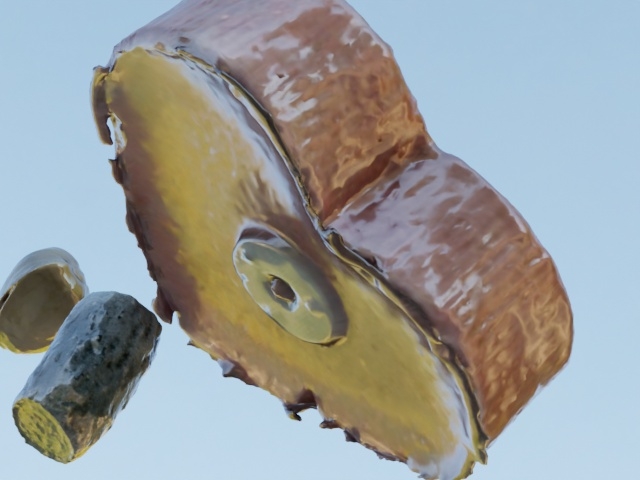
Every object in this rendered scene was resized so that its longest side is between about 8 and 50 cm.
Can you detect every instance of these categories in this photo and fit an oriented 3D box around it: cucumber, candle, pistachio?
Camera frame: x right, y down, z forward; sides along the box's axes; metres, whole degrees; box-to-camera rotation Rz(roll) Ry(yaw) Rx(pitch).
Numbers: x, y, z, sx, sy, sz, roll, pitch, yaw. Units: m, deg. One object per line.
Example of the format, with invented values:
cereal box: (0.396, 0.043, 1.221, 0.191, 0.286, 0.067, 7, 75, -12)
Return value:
cucumber: (-0.142, 0.084, 0.933, 0.064, 0.112, 0.064, 12, -47, 13)
candle: (0.000, 0.000, 0.935, 0.317, 0.131, 0.287, 50, -31, 2)
pistachio: (-0.322, 0.073, 1.758, 0.113, 0.113, 0.149, 25, -59, -29)
